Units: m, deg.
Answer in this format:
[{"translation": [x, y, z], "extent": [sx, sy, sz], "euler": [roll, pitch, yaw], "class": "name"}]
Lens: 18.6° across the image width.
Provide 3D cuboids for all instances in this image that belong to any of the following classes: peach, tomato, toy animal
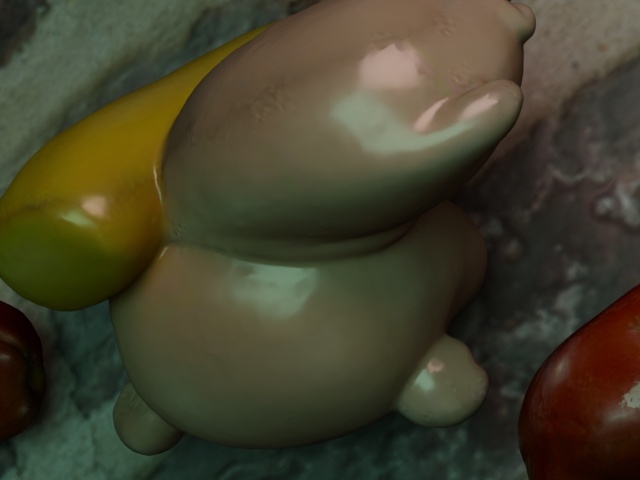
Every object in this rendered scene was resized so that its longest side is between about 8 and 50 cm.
[{"translation": [-0.229, 0.085, 1.261], "extent": [0.101, 0.101, 0.100], "euler": [-4, 78, 21], "class": "peach"}, {"translation": [0.189, 0.101, 1.054], "extent": [0.187, 0.187, 0.151], "euler": [-5, 39, 21], "class": "tomato"}, {"translation": [0.011, -0.009, 1.133], "extent": [0.345, 0.277, 0.246], "euler": [-23, 100, 27], "class": "toy animal"}]
